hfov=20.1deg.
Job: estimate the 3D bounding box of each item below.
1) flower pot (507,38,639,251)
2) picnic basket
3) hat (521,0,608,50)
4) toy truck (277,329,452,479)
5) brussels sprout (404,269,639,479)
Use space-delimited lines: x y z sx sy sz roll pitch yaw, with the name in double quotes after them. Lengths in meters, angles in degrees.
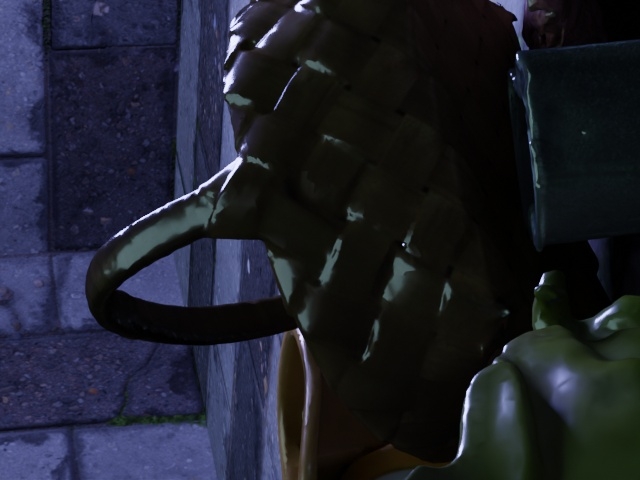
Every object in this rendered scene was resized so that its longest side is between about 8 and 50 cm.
0.161 -0.051 0.984 0.229 0.108 0.103 -18 -78 -84 "flower pot"
0.000 0.000 1.214 0.293 0.337 0.337 18 -118 -60 "picnic basket"
0.138 -0.254 1.159 0.237 0.107 0.286 -2 -88 -85 "hat"
0.075 0.193 1.363 0.204 0.212 0.288 99 167 -52 "toy truck"
0.135 0.261 0.728 0.361 0.342 0.425 -96 -2 -50 "brussels sprout"
